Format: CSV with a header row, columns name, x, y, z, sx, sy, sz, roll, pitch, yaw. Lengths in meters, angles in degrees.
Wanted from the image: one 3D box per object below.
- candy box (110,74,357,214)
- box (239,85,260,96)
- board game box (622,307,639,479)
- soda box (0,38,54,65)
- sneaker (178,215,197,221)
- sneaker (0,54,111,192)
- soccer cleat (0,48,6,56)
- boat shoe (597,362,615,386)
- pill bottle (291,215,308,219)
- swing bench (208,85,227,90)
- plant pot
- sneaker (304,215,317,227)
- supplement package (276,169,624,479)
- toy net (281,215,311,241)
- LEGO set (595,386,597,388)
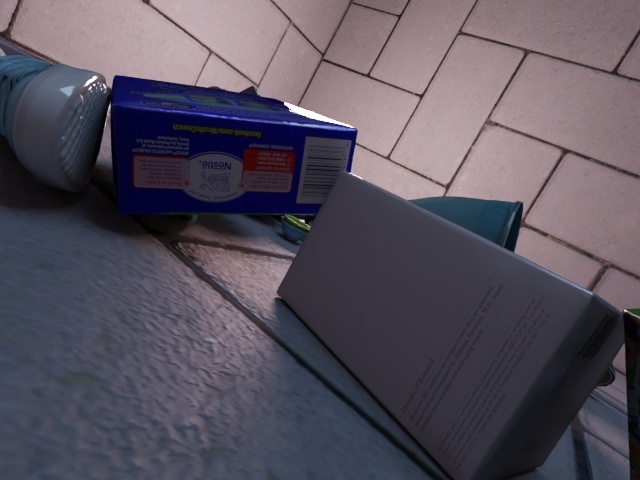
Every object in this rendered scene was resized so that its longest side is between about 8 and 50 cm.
name,x,y,z,sx,sy,sz,roll,pitch,yaw
candy box,-0.141,-0.140,0.587,0.268,0.122,0.317,-1,25,-25
box,-0.217,-0.226,0.930,0.076,0.242,0.307,63,2,-9
board game box,0.253,0.171,0.191,0.046,0.213,0.317,-5,4,8
soda box,-0.582,-0.314,0.744,0.263,0.092,0.083,22,11,-42
sneaker,-0.231,-0.073,0.619,0.076,0.065,0.166,0,22,-40
sneaker,-0.334,-0.144,0.484,0.150,0.135,0.366,11,9,-27
soccer cleat,-0.484,-0.242,0.542,0.143,0.116,0.331,25,8,-22
boat shoe,0.562,0.265,1.024,0.324,0.116,0.097,31,19,7
pill bottle,-0.036,-0.139,1.196,0.169,0.169,0.301,34,15,34
swing bench,-0.348,-0.403,1.556,0.165,0.254,0.253,35,10,40
plant pot,0.217,0.035,0.810,0.255,0.271,0.272,16,1,28
sneaker,0.066,-0.037,1.125,0.208,0.081,0.094,2,-20,26
supplement package,0.122,0.070,0.456,0.177,0.175,0.293,20,11,-43
toy net,0.000,0.000,0.966,0.122,0.045,0.232,32,8,26
LEGO set,0.660,0.280,1.195,0.331,0.192,0.255,42,-28,-24
